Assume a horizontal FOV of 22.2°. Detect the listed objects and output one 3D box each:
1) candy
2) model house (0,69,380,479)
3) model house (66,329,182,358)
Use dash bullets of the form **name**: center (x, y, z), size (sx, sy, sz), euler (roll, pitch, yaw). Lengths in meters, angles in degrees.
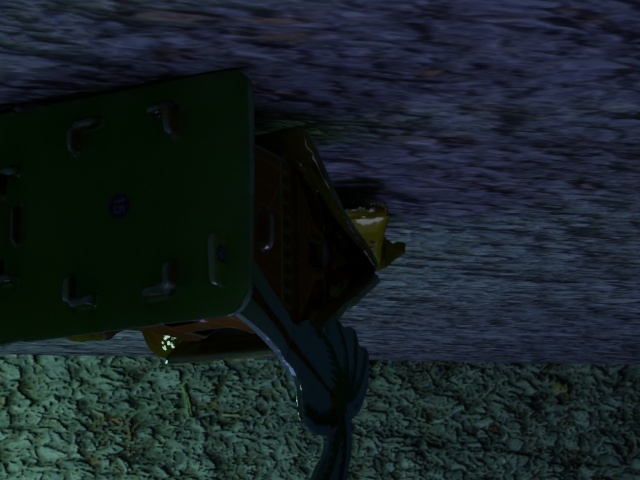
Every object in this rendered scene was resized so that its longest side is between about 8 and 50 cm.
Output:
- **candy**: center (0.000, 0.000, 1.873), size (0.187, 0.081, 0.297), euler (-4, 170, 9)
- **model house**: center (-0.113, 0.068, 1.429), size (0.300, 0.340, 0.323), euler (-9, 164, 28)
- **model house**: center (-0.263, 0.046, 1.845), size (0.239, 0.173, 0.268), euler (5, 171, -26)
